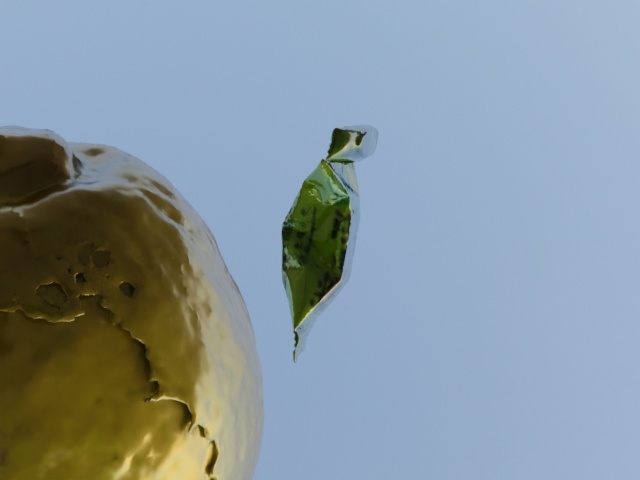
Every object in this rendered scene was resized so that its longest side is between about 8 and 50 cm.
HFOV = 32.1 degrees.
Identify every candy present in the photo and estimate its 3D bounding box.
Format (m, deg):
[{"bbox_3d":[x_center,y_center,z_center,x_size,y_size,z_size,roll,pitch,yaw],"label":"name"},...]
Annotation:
[{"bbox_3d":[0.000,0.000,1.127,0.069,0.149,0.246,12,-82,11],"label":"candy"}]

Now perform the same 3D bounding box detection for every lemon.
[{"bbox_3d":[-0.173,0.085,0.657,0.297,0.297,0.297,6,-122,-9],"label":"lemon"}]
